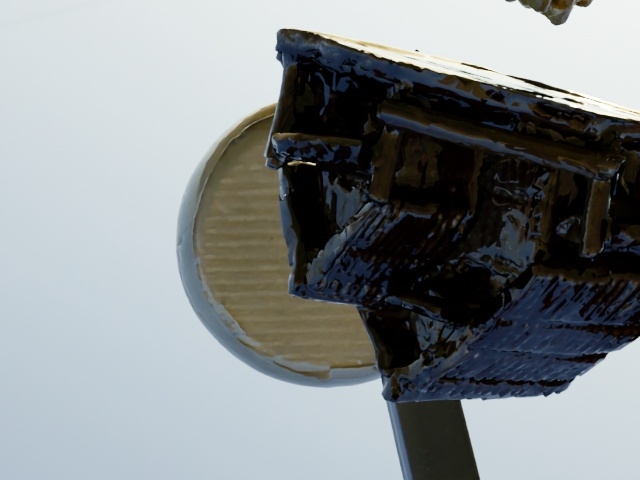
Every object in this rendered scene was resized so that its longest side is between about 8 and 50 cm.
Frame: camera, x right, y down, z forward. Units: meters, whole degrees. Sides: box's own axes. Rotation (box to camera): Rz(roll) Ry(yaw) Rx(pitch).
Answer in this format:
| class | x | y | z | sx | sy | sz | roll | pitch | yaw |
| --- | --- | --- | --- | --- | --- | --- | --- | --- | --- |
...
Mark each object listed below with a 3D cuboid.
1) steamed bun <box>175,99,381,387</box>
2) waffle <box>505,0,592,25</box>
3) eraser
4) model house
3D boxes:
| class | x | y | z | sx | sy | sz | roll | pitch | yaw |
| --- | --- | --- | --- | --- | --- | --- | --- | --- | --- |
| steamed bun | 0.000 | 0.000 | 1.837 | 0.374 | 0.374 | 0.241 | 9 | 180 | -9 |
| waffle | 0.274 | -0.351 | 1.490 | 0.291 | 0.291 | 0.051 | -17 | -134 | -42 |
| eraser | 0.132 | 0.242 | 1.647 | 0.082 | 0.036 | 0.225 | -5 | -118 | -15 |
| model house | 0.117 | 0.006 | 1.165 | 0.317 | 0.282 | 0.297 | 6 | -166 | -33 |
